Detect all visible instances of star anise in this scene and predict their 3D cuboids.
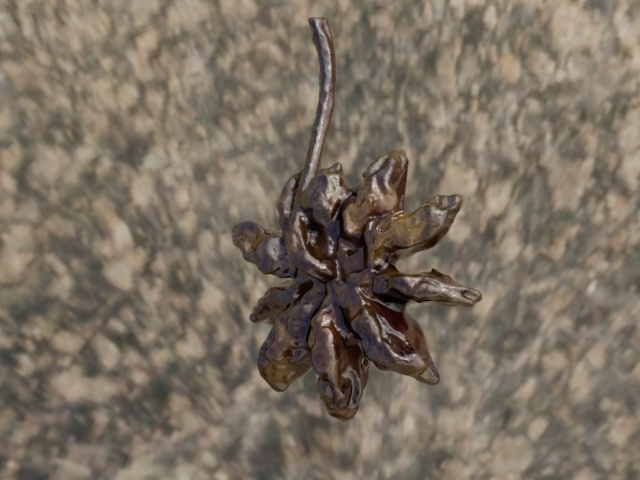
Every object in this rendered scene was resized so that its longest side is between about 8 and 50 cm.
[{"bbox_3d":[0.000,-0.002,1.040,0.177,0.073,0.234,-48,53,22],"label":"star anise"}]
